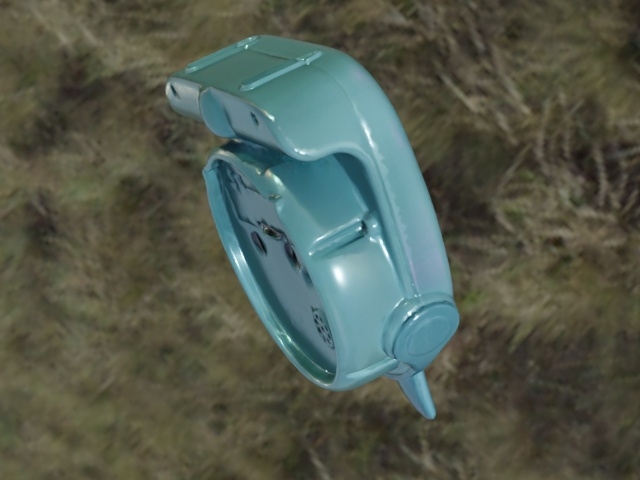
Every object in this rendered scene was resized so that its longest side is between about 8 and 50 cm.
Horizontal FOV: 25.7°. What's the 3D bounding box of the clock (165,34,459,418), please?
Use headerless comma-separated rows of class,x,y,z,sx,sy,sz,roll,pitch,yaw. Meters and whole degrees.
clock,0.000,0.000,0.955,0.223,0.094,0.274,25,138,64
